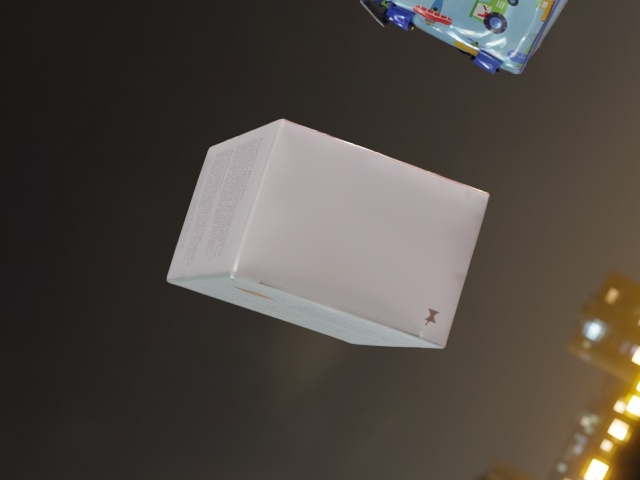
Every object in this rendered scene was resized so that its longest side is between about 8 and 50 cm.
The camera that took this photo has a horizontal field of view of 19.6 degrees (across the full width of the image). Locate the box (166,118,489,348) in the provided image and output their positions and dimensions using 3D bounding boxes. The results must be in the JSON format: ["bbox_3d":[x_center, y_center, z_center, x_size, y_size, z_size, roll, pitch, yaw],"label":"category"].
[{"bbox_3d":[0.000,0.000,1.065,0.170,0.130,0.091,172,117,-73],"label":"box"}]

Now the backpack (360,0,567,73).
[{"bbox_3d":[0.055,-0.183,0.884,0.158,0.173,0.117,-59,2,38],"label":"backpack"}]
